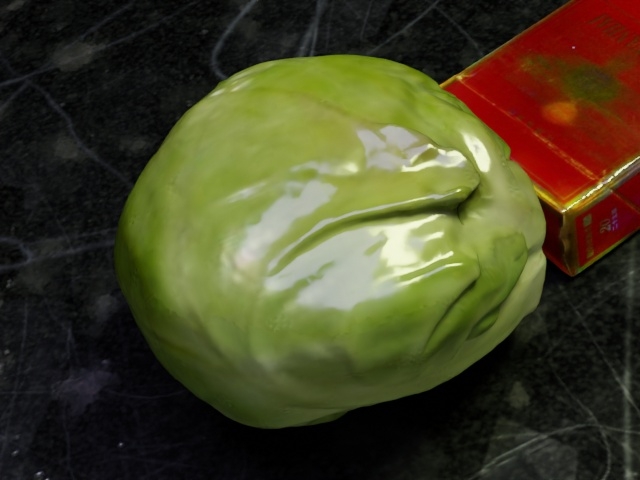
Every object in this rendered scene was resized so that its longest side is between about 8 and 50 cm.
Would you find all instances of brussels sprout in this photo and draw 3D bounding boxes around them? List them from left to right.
[{"bbox_3d":[0.000,0.000,1.101,0.328,0.247,0.328,-1,58,1],"label":"brussels sprout"}]

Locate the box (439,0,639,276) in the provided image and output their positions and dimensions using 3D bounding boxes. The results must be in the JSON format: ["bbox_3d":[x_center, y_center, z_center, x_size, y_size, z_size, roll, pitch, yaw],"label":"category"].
[{"bbox_3d":[0.267,-0.127,1.240,0.313,0.089,0.197,-33,50,-16],"label":"box"}]
